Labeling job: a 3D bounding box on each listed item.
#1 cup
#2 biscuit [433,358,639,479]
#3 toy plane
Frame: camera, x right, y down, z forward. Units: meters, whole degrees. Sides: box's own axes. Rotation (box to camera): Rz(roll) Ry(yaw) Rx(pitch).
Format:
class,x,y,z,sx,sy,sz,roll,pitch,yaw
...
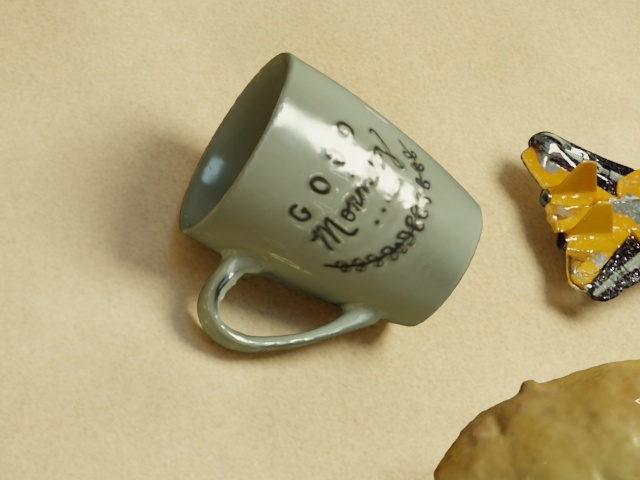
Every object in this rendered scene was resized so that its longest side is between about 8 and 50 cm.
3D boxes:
class,x,y,z,sx,sy,sz,roll,pitch,yaw
cup,0.000,0.000,1.712,0.234,0.186,0.258,32,73,-15
biscuit,0.269,0.294,1.504,0.429,0.104,0.446,-26,62,1
toy plane,0.360,-0.016,1.981,0.316,0.103,0.204,8,52,-35
